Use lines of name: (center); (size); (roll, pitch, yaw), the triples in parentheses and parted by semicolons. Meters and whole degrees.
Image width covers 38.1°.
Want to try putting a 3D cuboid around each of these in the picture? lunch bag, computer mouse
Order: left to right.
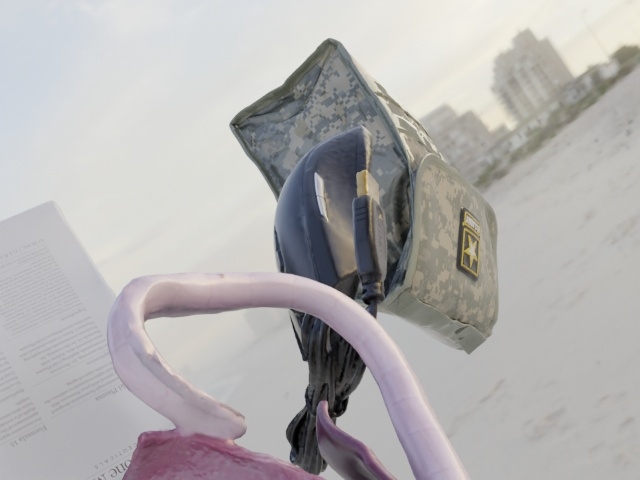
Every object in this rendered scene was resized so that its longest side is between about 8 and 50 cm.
computer mouse: (0.000, 0.000, 0.592); (0.184, 0.060, 0.261); (106, 173, -53)
lunch bag: (0.071, -0.028, 0.950); (0.169, 0.287, 0.235); (-37, -30, 14)

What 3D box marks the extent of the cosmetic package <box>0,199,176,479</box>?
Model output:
cosmetic package: (-0.326, 0.164, 0.776); (0.377, 0.284, 0.097); (-27, -22, -28)

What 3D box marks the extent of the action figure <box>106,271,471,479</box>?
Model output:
action figure: (0.092, 0.186, 0.328); (0.248, 0.275, 0.370); (-6, 21, -43)
